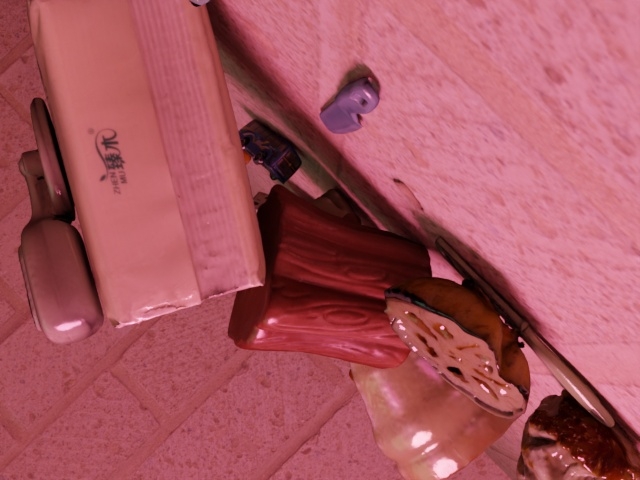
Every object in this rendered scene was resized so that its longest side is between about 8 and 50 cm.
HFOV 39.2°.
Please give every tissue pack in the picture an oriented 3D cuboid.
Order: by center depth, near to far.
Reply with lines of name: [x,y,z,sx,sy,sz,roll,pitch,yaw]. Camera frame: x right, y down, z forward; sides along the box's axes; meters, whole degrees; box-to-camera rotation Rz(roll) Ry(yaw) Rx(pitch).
tissue pack: [-0.211,-0.117,1.104,0.297,0.207,0.380,-155,51,-77]

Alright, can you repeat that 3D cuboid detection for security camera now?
security camera: [-0.329,-0.024,1.084,0.157,0.080,0.301,127,130,-76]

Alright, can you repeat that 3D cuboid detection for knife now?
knife: [0.028,-0.131,0.915,0.044,0.019,0.313,44,177,-7]
knife: [0.235,0.105,1.038,0.293,0.020,0.043,47,174,8]

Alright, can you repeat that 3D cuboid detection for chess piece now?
chess piece: [0.088,0.140,1.372,0.442,0.234,0.234,50,175,-1]

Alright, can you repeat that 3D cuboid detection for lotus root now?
lotus root: [0.173,0.109,1.038,0.204,0.078,0.183,34,159,30]

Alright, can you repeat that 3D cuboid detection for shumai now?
shumai: [0.334,0.260,1.088,0.184,0.184,0.142,47,143,-10]

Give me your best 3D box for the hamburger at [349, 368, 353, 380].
hamburger: [0.199,0.317,2.121,0.246,0.170,0.246,33,177,2]

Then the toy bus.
toy bus: [-0.085,-0.143,1.425,0.051,0.061,0.153,48,176,-37]

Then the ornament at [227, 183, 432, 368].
ornament: [0.014,0.068,1.172,0.218,0.221,0.235,15,-152,-15]

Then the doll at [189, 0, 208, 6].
doll: [-0.165,-0.302,0.854,0.159,0.059,0.158,47,174,-30]

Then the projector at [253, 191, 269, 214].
projector: [0.001,0.023,1.770,0.257,0.079,0.259,20,152,46]

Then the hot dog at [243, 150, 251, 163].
hot dog: [-0.229,-0.238,1.901,0.215,0.047,0.066,49,177,-28]
